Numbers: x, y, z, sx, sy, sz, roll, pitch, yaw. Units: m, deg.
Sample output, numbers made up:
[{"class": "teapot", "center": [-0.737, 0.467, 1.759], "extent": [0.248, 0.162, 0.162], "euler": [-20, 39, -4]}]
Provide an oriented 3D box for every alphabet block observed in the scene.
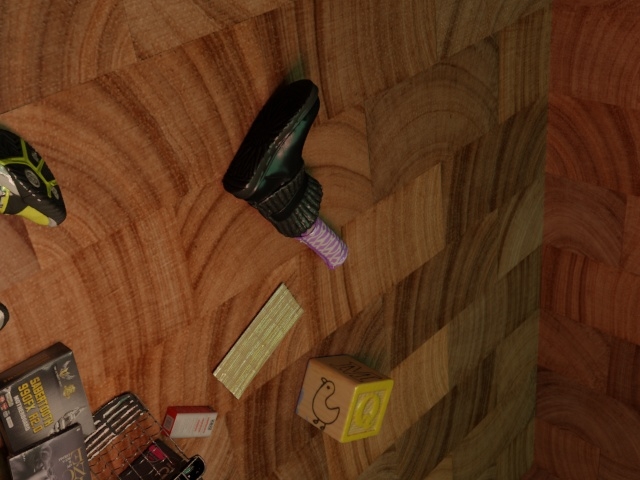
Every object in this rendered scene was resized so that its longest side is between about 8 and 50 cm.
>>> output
[{"class": "alphabet block", "center": [0.072, 0.471, 2.355], "extent": [0.193, 0.197, 0.192], "euler": [1, 106, -49]}]

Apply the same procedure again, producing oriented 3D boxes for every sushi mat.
[{"class": "sushi mat", "center": [-0.164, 0.274, 2.137], "extent": [0.316, 0.019, 0.151], "euler": [-53, 138, -17]}]

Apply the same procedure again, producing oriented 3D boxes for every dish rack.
[{"class": "dish rack", "center": [-0.424, 0.496, 1.799], "extent": [0.208, 0.074, 0.271], "euler": [-42, 95, -28]}]

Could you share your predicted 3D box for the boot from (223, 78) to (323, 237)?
[{"class": "boot", "center": [-0.062, -0.198, 1.935], "extent": [0.260, 0.131, 0.348], "euler": [34, 92, -43]}]

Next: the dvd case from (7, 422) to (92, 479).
[{"class": "dvd case", "center": [-0.574, 0.524, 1.686], "extent": [0.165, 0.018, 0.221], "euler": [-22, 118, -41]}]

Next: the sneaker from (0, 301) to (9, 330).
[{"class": "sneaker", "center": [-0.695, 0.182, 1.425], "extent": [0.272, 0.108, 0.100], "euler": [-20, 120, -44]}]

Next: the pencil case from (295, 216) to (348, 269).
[{"class": "pencil case", "center": [0.000, 0.000, 2.137], "extent": [0.206, 0.086, 0.088], "euler": [40, 57, -49]}]

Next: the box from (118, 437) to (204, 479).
[{"class": "box", "center": [-0.365, 0.659, 1.974], "extent": [0.143, 0.165, 0.270], "euler": [-43, 135, -27]}]

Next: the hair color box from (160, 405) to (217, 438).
[{"class": "hair color box", "center": [-0.337, 0.467, 2.011], "extent": [0.141, 0.043, 0.072], "euler": [15, 96, -49]}]

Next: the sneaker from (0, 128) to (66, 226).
[{"class": "sneaker", "center": [-0.611, -0.122, 1.384], "extent": [0.147, 0.145, 0.385], "euler": [-34, 144, 10]}]

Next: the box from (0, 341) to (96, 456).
[{"class": "box", "center": [-0.592, 0.358, 1.662], "extent": [0.183, 0.056, 0.231], "euler": [-29, 128, -36]}]
